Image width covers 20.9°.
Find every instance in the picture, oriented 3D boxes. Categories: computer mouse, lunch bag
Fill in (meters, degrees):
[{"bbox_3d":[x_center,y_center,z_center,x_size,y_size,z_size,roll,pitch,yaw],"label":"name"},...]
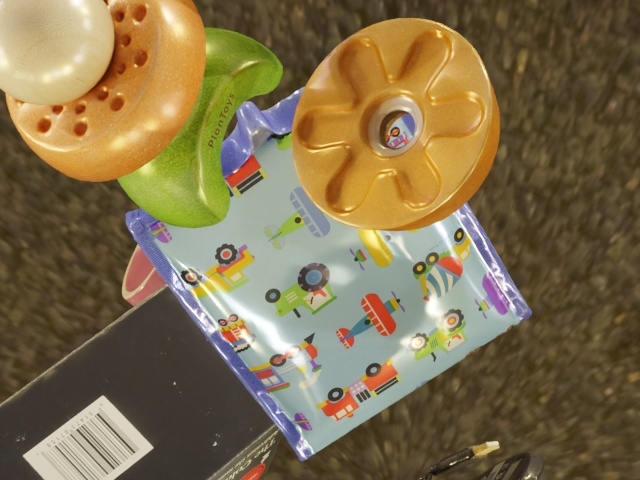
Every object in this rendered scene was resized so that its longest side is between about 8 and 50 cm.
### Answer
[{"bbox_3d":[0.139,0.239,1.539,0.060,0.262,0.184,45,46,-6],"label":"computer mouse"},{"bbox_3d":[0.000,0.000,1.320,0.221,0.293,0.138,-33,49,0],"label":"lunch bag"}]

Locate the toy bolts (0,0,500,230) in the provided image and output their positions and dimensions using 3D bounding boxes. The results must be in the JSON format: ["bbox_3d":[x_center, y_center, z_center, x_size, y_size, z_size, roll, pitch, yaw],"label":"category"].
[{"bbox_3d":[-0.028,-0.124,0.778,0.218,0.158,0.229,13,81,32],"label":"toy bolts"}]

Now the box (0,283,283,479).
[{"bbox_3d":[-0.226,0.263,1.625,0.179,0.312,0.343,44,58,14],"label":"box"}]

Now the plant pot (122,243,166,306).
[{"bbox_3d":[-0.100,0.046,1.820,0.180,0.201,0.201,29,83,-19],"label":"plant pot"}]
